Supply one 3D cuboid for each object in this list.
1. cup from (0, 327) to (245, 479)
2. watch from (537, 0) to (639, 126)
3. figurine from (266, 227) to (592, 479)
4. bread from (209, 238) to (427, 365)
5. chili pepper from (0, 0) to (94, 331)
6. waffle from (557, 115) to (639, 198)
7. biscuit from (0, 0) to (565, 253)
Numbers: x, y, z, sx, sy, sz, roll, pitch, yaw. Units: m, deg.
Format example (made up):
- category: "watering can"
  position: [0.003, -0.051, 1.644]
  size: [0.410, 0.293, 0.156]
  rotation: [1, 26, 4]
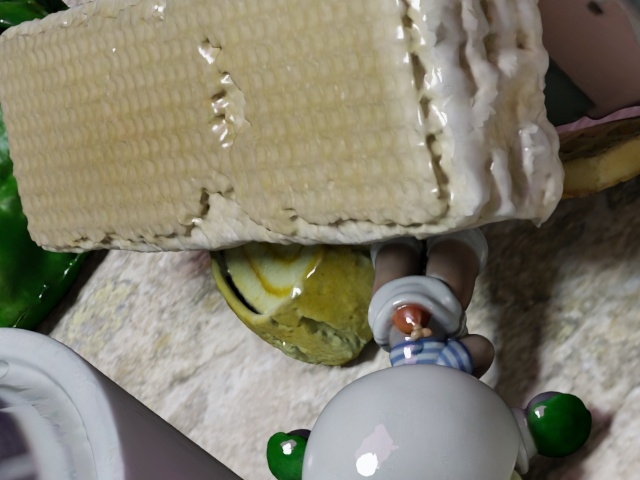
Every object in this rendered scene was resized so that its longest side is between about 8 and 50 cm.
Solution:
- category: "cup"
  position: [-0.021, 0.214, 0.486]
  size: [0.253, 0.371, 0.253]
  rotation: [-36, 31, 26]
- category: "watch"
  position: [0.120, -0.151, 0.948]
  size: [0.253, 0.162, 0.241]
  rotation: [-48, 16, -14]
- category: "figurine"
  position: [0.046, 0.078, 0.843]
  size: [0.147, 0.093, 0.197]
  rotation: [-10, 34, 19]
- category: "bread"
  position: [0.000, 0.000, 1.015]
  size: [0.117, 0.064, 0.156]
  rotation: [-51, 25, 3]
- category: "chili pepper"
  position: [-0.272, -0.012, 1.270]
  size: [0.385, 0.213, 0.167]
  rotation: [-50, 20, 4]
- category: "waffle"
  position: [0.109, -0.034, 0.899]
  size: [0.092, 0.021, 0.135]
  rotation: [-25, 10, -37]
- category: "biscuit"
  position: [-0.040, -0.064, 0.935]
  size: [0.078, 0.144, 0.426]
  rotation: [-15, 6, -31]
